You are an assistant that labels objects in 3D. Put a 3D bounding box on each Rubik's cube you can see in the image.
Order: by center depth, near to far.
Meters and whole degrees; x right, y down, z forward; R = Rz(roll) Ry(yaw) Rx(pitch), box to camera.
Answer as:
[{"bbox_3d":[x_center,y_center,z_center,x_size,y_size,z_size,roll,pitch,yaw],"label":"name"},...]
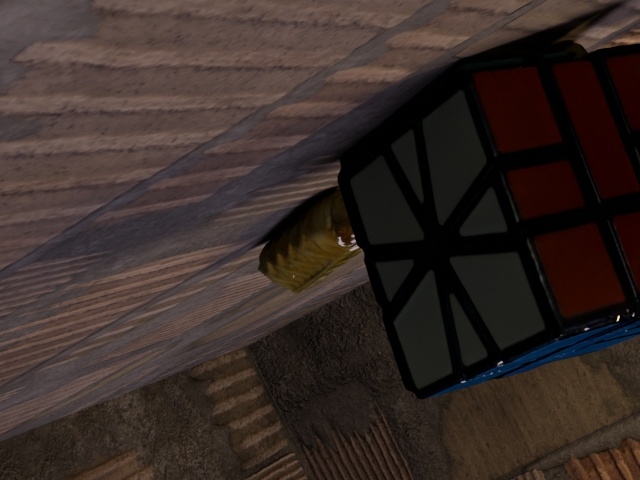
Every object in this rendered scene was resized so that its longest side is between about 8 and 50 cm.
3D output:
[{"bbox_3d":[0.226,-0.019,1.461,0.283,0.293,0.288,-9,168,-29],"label":"Rubik's cube"}]

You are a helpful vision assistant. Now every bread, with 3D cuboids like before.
[{"bbox_3d":[0.001,0.000,1.833,0.269,0.098,0.087,-38,-150,65],"label":"bread"}]

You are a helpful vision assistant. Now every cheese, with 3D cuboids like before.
[{"bbox_3d":[0.270,-0.192,1.549,0.060,0.041,0.084,-35,165,12],"label":"cheese"}]
